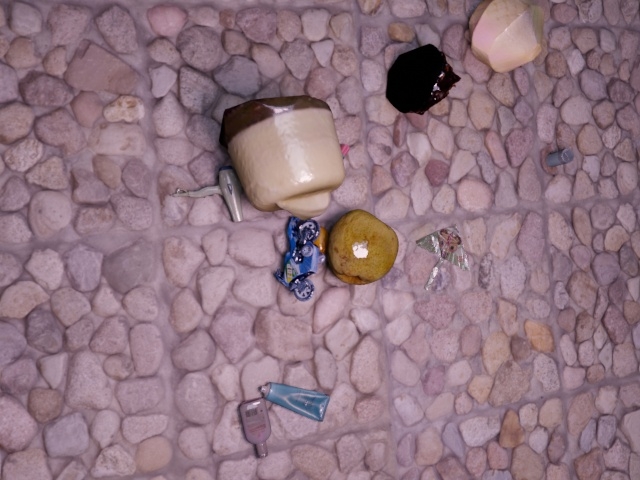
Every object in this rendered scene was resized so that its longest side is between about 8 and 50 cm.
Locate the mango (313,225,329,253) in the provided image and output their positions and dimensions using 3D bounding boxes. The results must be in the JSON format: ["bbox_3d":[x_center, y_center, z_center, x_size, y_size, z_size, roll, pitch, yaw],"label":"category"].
[{"bbox_3d":[0.000,0.000,1.523,0.059,0.046,0.090,-1,85,-13],"label":"mango"}]

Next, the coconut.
[{"bbox_3d":[0.630,-0.689,1.650,0.258,0.259,0.260,1,87,-16],"label":"coconut"}]

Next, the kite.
[{"bbox_3d":[0.410,0.058,1.657,0.229,0.012,0.250,29,81,-12],"label":"kite"}]

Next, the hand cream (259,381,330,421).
[{"bbox_3d":[-0.078,0.476,1.482,0.224,0.048,0.083,23,79,-19],"label":"hand cream"}]

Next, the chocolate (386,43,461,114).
[{"bbox_3d":[0.355,-0.488,1.593,0.176,0.224,0.207,10,83,-38],"label":"chocolate"}]

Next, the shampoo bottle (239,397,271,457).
[{"bbox_3d":[-0.184,0.548,1.445,0.079,0.040,0.165,-13,91,-17],"label":"shampoo bottle"}]

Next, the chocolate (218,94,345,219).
[{"bbox_3d":[-0.097,-0.207,1.353,0.325,0.314,0.298,-6,81,-18],"label":"chocolate"}]

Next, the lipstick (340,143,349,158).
[{"bbox_3d":[0.019,-0.205,1.538,0.053,0.053,0.234,35,77,-11],"label":"lipstick"}]

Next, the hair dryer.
[{"bbox_3d":[-0.311,-0.108,1.443,0.199,0.067,0.167,-27,100,-5],"label":"hair dryer"}]

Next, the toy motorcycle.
[{"bbox_3d":[-0.067,0.053,1.471,0.135,0.092,0.255,0,76,28],"label":"toy motorcycle"}]

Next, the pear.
[{"bbox_3d":[0.123,0.032,1.481,0.228,0.188,0.212,33,74,-25],"label":"pear"}]

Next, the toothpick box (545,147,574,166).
[{"bbox_3d":[0.851,-0.294,1.763,0.052,0.083,0.052,1,87,-16],"label":"toothpick box"}]
